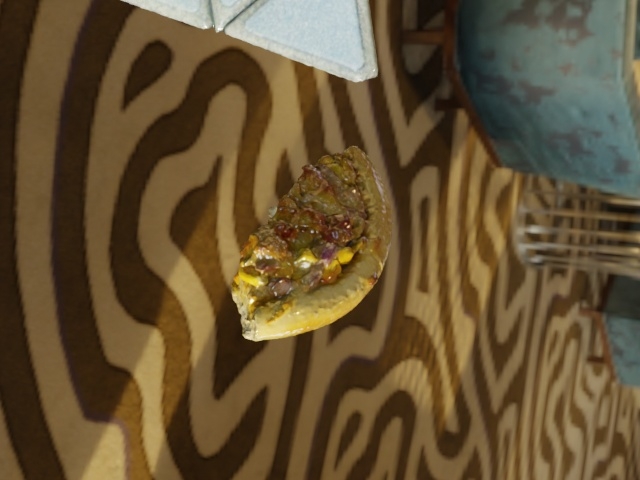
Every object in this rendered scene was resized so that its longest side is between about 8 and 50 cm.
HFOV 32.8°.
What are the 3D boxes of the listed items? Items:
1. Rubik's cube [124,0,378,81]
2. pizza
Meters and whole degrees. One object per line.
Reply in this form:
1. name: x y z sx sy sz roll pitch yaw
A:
1. Rubik's cube: -0.065 -0.229 0.735 0.228 0.233 0.229 45 56 -25
2. pizza: 0.000 -0.003 0.926 0.246 0.127 0.058 -44 156 -44
